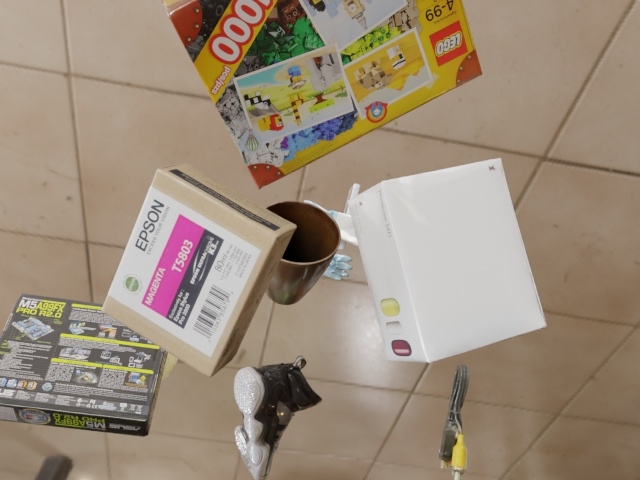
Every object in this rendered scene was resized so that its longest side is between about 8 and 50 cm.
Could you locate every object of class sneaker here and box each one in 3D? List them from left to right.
[{"bbox_3d":[-0.077,0.337,1.257,0.153,0.101,0.268,-15,124,-26],"label":"sneaker"}]

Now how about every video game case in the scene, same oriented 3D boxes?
[{"bbox_3d":[0.082,-0.067,2.045,0.023,0.201,0.183,15,178,-1],"label":"video game case"}]

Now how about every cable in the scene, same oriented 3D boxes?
[{"bbox_3d":[0.352,0.459,1.681,0.072,0.287,0.139,12,171,7],"label":"cable"}]

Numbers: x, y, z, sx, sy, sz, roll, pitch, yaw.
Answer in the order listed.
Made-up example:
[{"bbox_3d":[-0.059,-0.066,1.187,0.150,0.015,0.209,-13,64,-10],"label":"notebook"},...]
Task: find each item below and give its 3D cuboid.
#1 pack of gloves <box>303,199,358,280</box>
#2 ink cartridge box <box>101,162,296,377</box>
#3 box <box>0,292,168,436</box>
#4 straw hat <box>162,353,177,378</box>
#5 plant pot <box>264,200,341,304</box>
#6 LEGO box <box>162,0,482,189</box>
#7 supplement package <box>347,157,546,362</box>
[{"bbox_3d":[0.000,0.000,1.890,0.232,0.046,0.194,19,102,22],"label":"pack of gloves"},{"bbox_3d":[-0.172,0.040,0.927,0.193,0.088,0.234,28,107,9],"label":"ink cartridge box"},{"bbox_3d":[-0.401,0.205,1.117,0.270,0.216,0.060,8,136,-6],"label":"box"},{"bbox_3d":[-0.380,0.234,1.424,0.145,0.144,0.061,-23,167,24],"label":"straw hat"},{"bbox_3d":[-0.074,0.054,1.695,0.216,0.215,0.230,8,135,-6],"label":"plant pot"},{"bbox_3d":[0.007,-0.390,1.279,0.501,0.193,0.372,-28,122,-2],"label":"LEGO box"},{"bbox_3d":[0.184,0.032,1.002,0.204,0.261,0.145,-12,175,-20],"label":"supplement package"}]
